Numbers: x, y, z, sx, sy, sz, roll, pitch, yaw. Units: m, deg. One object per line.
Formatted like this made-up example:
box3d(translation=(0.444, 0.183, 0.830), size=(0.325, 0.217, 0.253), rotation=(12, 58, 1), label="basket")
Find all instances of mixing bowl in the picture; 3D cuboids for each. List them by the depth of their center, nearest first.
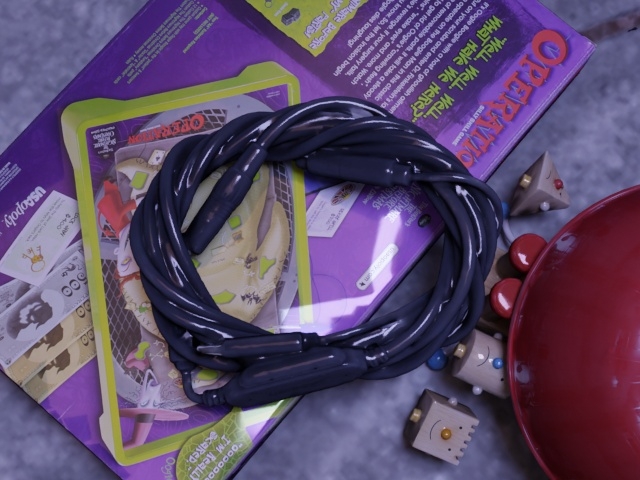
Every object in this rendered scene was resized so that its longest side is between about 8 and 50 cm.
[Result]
box3d(translation=(0.181, 0.057, 0.522), size=(0.181, 0.098, 0.181), rotation=(0, 87, 1), label="mixing bowl")

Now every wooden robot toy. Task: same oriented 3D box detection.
box3d(translation=(0.115, 0.044, 0.614), size=(0.079, 0.076, 0.173), rotation=(26, 78, -8), label="wooden robot toy")

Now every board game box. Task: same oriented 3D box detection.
box3d(translation=(-0.036, -0.041, 0.637), size=(0.208, 0.056, 0.347), rotation=(40, 80, 10), label="board game box")

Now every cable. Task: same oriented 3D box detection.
box3d(translation=(0.000, 0.000, 0.586), size=(0.185, 0.047, 0.150), rotation=(-16, 73, 2), label="cable")
